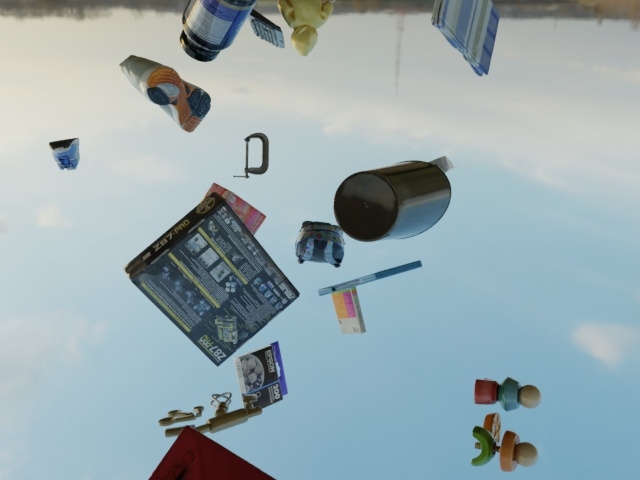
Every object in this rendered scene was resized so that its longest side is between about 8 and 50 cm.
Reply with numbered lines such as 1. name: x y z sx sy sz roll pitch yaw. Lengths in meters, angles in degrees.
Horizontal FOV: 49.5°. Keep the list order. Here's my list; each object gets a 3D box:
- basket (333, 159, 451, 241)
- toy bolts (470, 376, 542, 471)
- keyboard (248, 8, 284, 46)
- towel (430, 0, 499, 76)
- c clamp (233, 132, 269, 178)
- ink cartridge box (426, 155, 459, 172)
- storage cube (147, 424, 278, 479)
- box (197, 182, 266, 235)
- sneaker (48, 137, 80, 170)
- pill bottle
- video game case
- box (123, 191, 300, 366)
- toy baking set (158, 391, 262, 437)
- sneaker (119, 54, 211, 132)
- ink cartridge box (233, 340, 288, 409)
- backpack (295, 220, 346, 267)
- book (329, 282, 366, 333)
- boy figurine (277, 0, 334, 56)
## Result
1. basket: 0.127 -0.072 1.327 0.204 0.154 0.227 -24 176 24
2. toy bolts: 0.490 0.461 1.777 0.158 0.228 0.218 1 178 28
3. keyboard: -0.199 -0.662 2.120 0.201 0.033 0.317 34 -176 -4
4. towel: 0.384 -0.584 1.818 0.034 0.209 0.285 4 165 41
5. c clamp: -0.229 -0.281 2.305 0.137 0.161 0.022 11 -170 28
6. ink cartridge box: 0.316 -0.208 2.149 0.189 0.066 0.232 -21 -174 23
7. storage cube: -0.164 0.442 1.101 0.193 0.215 0.184 22 -118 25
8. box: -0.314 0.002 1.996 0.142 0.300 0.154 35 176 -31
9. sneaker: -0.700 -0.239 1.923 0.080 0.081 0.211 -9 -175 -10
10. pill bottle: -0.220 -0.481 1.466 0.123 0.123 0.219 -12 162 -35
11. video game case: 0.089 0.070 1.276 0.119 0.015 0.166 -12 174 -40
12. box: -0.282 0.114 1.885 0.318 0.395 0.097 -43 -145 -8
13. toy baking set: -0.219 0.354 1.449 0.256 0.030 0.197 -9 -174 -34
14. sneaker: -0.330 -0.325 1.489 0.121 0.099 0.262 36 177 19
15. ink cartridge box: -0.197 0.479 2.444 0.208 0.206 0.045 -16 -173 -43
16. backpack: 0.000 0.000 2.129 0.158 0.117 0.173 6 157 2
17. book: 0.079 0.193 1.967 0.035 0.144 0.096 -12 180 -34
18. boy figurine: -0.041 -0.696 2.074 0.177 0.285 0.092 -7 -168 -14
